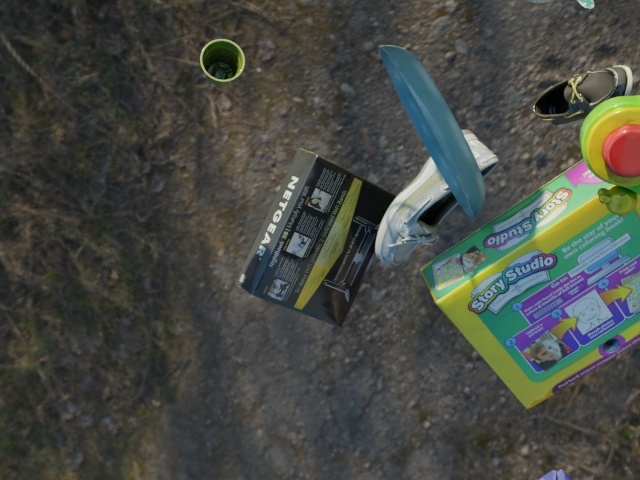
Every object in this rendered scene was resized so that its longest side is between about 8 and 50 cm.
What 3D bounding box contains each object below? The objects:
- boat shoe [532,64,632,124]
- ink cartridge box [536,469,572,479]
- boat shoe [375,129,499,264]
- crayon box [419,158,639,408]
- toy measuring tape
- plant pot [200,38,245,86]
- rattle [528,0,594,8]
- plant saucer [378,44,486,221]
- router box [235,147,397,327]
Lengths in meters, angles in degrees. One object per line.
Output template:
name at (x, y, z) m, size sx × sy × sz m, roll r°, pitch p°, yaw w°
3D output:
boat shoe at (0.455, -0.251, 1.478) m, size 0.228 × 0.069 × 0.081 m, roll 155°, pitch 117°, yaw -73°
ink cartridge box at (0.185, 0.389, 0.703) m, size 0.270 × 0.151 × 0.395 m, roll -42°, pitch 81°, yaw 11°
boat shoe at (0.224, -0.068, 1.680) m, size 0.103 × 0.118 × 0.320 m, roll 48°, pitch 112°, yaw 29°
crayon box at (0.399, 0.067, 1.369) m, size 0.363 × 0.106 × 0.313 m, roll -35°, pitch 121°, yaw 11°
toy measuring tape at (0.406, -0.188, 1.086) m, size 0.121 × 0.121 × 0.330 m, roll 17°, pitch 117°, yaw 23°
plant pot at (-0.190, -0.331, 1.612) m, size 0.083 × 0.083 × 0.079 m, roll 53°, pitch 166°, yaw 0°
rattle at (0.495, -0.564, 1.794) m, size 0.200 × 0.143 × 0.130 m, roll 7°, pitch 101°, yaw -5°
plant saucer at (0.186, -0.178, 1.348) m, size 0.044 × 0.317 × 0.317 m, roll -28°, pitch 96°, yaw 6°
router box at (0.000, 0.000, 1.737) m, size 0.081 × 0.243 × 0.309 m, roll 28°, pitch 93°, yaw 55°
